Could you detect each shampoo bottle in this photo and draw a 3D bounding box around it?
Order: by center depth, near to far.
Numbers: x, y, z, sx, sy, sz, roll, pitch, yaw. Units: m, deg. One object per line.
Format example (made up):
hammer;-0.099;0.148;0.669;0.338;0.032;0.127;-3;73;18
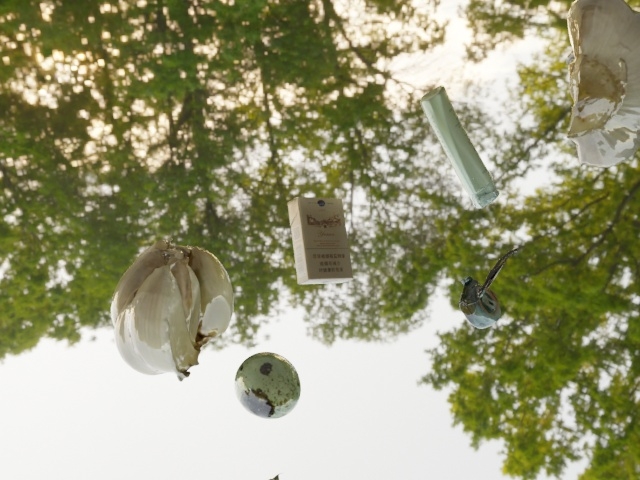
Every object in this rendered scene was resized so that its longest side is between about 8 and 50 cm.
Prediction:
shampoo bottle;0.233;-0.154;1.057;0.049;0.212;0.072;-25;-160;23

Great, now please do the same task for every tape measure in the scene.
tape measure;0.393;0.110;1.399;0.107;0.180;0.104;41;-156;-12

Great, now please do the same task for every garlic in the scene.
garlic;0.400;-0.218;0.846;0.142;0.230;0.178;-7;-157;25
garlic;-0.260;0.097;1.063;0.184;0.203;0.281;2;-164;21

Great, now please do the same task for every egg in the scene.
egg;-0.068;0.192;0.833;0.085;0.085;0.110;-15;-158;-24

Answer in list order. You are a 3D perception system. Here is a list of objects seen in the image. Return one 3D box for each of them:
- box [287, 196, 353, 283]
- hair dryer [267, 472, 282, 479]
box;0.000;0.000;0.614;0.053;0.024;0.083;2;-107;-33
hair dryer;-0.135;0.390;0.765;0.173;0.108;0.357;39;-152;8
